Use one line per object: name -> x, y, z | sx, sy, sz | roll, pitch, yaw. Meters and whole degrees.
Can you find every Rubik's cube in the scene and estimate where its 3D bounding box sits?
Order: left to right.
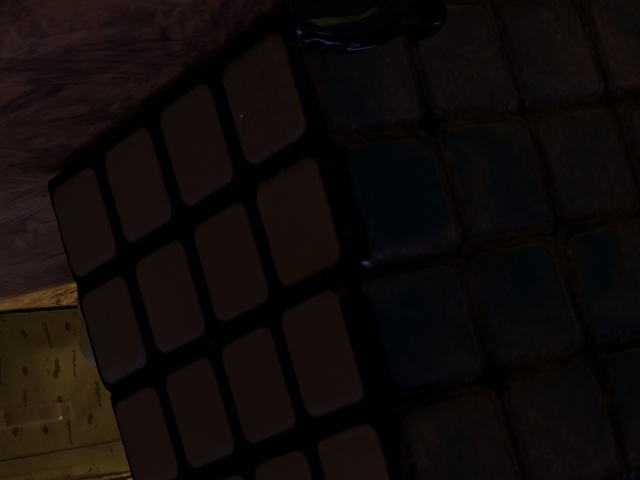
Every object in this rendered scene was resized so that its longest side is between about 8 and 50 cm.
Rubik's cube -> 0.063, 0.040, 1.315 | 0.344, 0.337, 0.344 | -9, 168, -36

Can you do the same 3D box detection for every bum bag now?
bum bag -> 0.024, -0.142, 1.012 | 0.107, 0.060, 0.232 | -26, 173, 0

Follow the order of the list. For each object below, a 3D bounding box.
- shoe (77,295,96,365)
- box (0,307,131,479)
shoe -> -0.187, 0.056, 1.756 | 0.110, 0.095, 0.265 | -4, 160, -35
box -> -0.365, 0.188, 1.900 | 0.225, 0.190, 0.297 | -22, 168, 30
